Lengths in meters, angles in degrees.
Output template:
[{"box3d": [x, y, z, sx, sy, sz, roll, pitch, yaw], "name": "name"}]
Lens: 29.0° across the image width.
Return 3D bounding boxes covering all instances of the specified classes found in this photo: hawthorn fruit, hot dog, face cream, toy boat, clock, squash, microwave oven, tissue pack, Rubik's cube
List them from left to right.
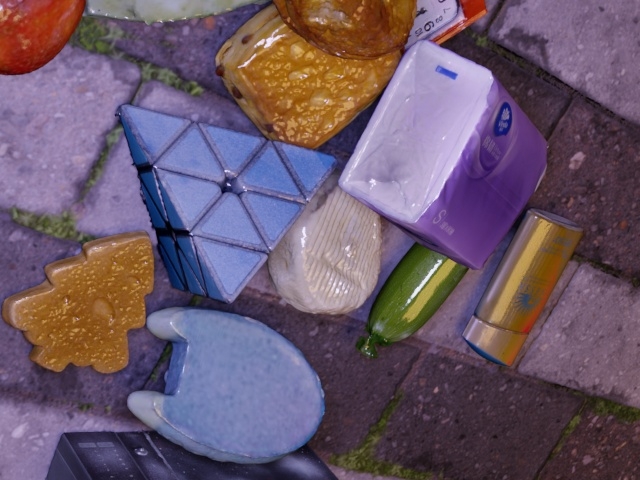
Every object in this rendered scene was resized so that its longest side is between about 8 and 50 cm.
[{"box3d": [-0.354, -0.278, 1.393, 0.173, 0.173, 0.179, 25, 74, -42], "name": "hawthorn fruit"}, {"box3d": [-0.205, 0.490, 1.901, 0.432, 0.236, 0.374, 7, 112, -37], "name": "microwave oven"}, {"box3d": [-0.146, -0.311, 1.503, 0.293, 0.055, 0.093, -18, 132, -24], "name": "toy boat"}, {"box3d": [-0.142, -0.038, 1.651, 0.229, 0.233, 0.228, 14, 86, -63], "name": "Rubik's cube"}, {"box3d": [-0.146, 0.222, 1.856, 0.330, 0.123, 0.215, 20, 71, -35], "name": "toy boat"}, {"box3d": [0.022, -0.327, 1.524, 0.259, 0.114, 0.175, 41, 63, -54], "name": "hot dog"}, {"box3d": [0.151, -0.336, 1.772, 0.155, 0.061, 0.113, -35, 132, -8], "name": "clock"}, {"box3d": [0.186, 0.036, 1.996, 0.379, 0.101, 0.101, -53, 133, -1], "name": "squash"}, {"box3d": [0.194, -0.109, 1.796, 0.242, 0.160, 0.338, -61, 153, 0], "name": "tissue pack"}, {"box3d": [0.348, 0.086, 2.161, 0.139, 0.067, 0.285, 15, 108, -38], "name": "face cream"}]

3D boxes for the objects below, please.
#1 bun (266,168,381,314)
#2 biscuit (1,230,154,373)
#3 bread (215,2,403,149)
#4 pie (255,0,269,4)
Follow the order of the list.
[{"box3d": [0.000, 0.000, 1.816, 0.220, 0.134, 0.220, -6, 97, -53], "name": "bun"}, {"box3d": [-0.314, 0.080, 1.709, 0.212, 0.041, 0.239, 36, 93, -37], "name": "biscuit"}, {"box3d": [-0.012, -0.247, 1.687, 0.235, 0.099, 0.210, -39, 130, -2], "name": "bread"}, {"box3d": [-0.074, -0.435, 1.543, 0.323, 0.070, 0.323, -18, 129, -24], "name": "pie"}]
